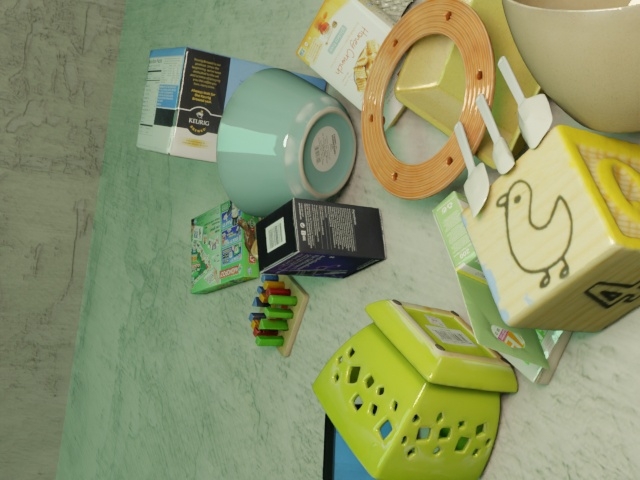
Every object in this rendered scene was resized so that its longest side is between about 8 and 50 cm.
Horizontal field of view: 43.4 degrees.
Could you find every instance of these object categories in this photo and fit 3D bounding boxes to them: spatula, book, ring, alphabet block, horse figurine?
[{"bbox_3d":[0.243,-0.155,1.110,0.168,0.019,0.242,-59,16,31],"label":"spatula"},{"bbox_3d":[0.310,0.138,1.224,0.144,0.035,0.096,43,116,52],"label":"book"},{"bbox_3d":[0.176,-0.234,1.342,0.336,0.032,0.337,-15,72,55],"label":"ring"},{"bbox_3d":[0.338,-0.008,1.051,0.197,0.193,0.192,-49,48,42],"label":"alphabet block"},{"bbox_3d":[-0.112,-0.009,1.873,0.263,0.066,0.175,-8,73,54],"label":"horse figurine"}]

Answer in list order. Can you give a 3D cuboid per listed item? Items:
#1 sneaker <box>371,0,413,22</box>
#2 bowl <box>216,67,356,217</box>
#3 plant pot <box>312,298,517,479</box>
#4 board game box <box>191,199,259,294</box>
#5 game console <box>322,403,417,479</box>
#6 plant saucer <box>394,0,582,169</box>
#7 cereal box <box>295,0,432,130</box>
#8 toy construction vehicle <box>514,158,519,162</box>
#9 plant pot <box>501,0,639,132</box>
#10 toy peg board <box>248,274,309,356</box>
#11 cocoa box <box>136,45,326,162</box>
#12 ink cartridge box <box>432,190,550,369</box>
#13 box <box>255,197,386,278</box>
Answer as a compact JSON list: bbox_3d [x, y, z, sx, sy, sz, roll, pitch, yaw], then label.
[{"bbox_3d":[0.113,-0.488,1.560,0.293,0.102,0.146,-61,38,32],"label":"sneaker"},{"bbox_3d":[-0.044,-0.184,1.621,0.163,0.311,0.312,15,98,38],"label":"bowl"},{"bbox_3d":[0.159,0.229,1.273,0.227,0.228,0.207,47,116,50],"label":"plant pot"},{"bbox_3d":[-0.257,0.016,2.111,0.317,0.046,0.214,-18,71,55],"label":"board game box"},{"bbox_3d":[0.034,0.437,1.485,0.293,0.250,0.173,-19,96,55],"label":"game console"},{"bbox_3d":[0.284,-0.321,1.288,0.333,0.081,0.333,49,125,49],"label":"plant saucer"},{"bbox_3d":[0.085,-0.347,1.516,0.240,0.047,0.173,42,128,9],"label":"cereal box"},{"bbox_3d":[0.321,-0.072,1.240,0.098,0.035,0.086,-130,43,-52],"label":"toy construction vehicle"},{"bbox_3d":[0.377,-0.247,1.000,0.284,0.284,0.191,39,150,53],"label":"plant pot"},{"bbox_3d":[-0.116,0.156,1.838,0.160,0.079,0.161,44,121,51],"label":"toy peg board"},{"bbox_3d":[-0.199,-0.283,1.788,0.231,0.347,0.228,18,100,58],"label":"cocoa box"},{"bbox_3d":[0.260,0.055,1.152,0.056,0.171,0.235,-43,43,31],"label":"ink cartridge box"},{"bbox_3d":[0.000,0.000,1.562,0.153,0.207,0.108,-30,60,53],"label":"box"}]
